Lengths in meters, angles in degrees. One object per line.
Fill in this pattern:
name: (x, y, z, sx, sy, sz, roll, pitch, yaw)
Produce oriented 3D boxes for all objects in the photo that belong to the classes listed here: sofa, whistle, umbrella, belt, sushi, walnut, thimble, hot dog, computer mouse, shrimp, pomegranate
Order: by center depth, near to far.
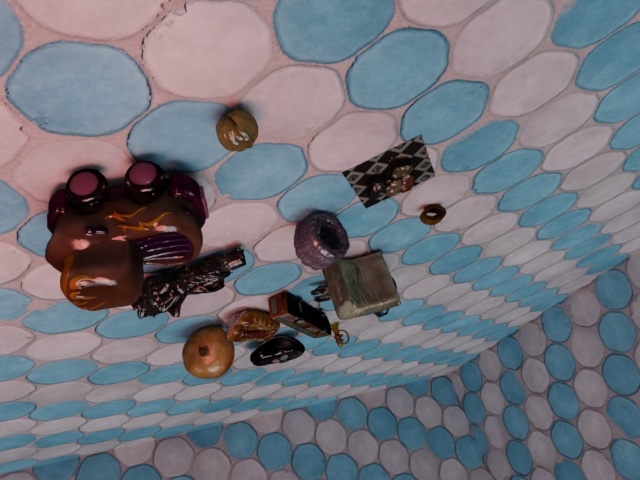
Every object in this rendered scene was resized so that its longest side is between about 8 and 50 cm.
walnut: (-0.164, -0.216, 1.114, 0.092, 0.092, 0.092, -15, 153, -8)
sushi: (0.196, -0.157, 1.497, 0.219, 0.047, 0.231, -25, 153, 11)
thimble: (0.001, 0.002, 1.559, 0.150, 0.150, 0.097, 7, 148, -42)
umbrella: (-0.360, 0.126, 1.580, 0.336, 0.128, 0.154, -18, 151, -9)
belt: (0.343, -0.080, 1.731, 0.083, 0.059, 0.036, -19, 157, -27)
sofa: (0.132, 0.126, 1.820, 0.225, 0.210, 0.176, -11, 151, -9)
pomegranate: (-0.398, 0.397, 2.000, 0.191, 0.191, 0.191, -15, 153, -8)
hot dog: (-0.238, 0.313, 2.039, 0.252, 0.069, 0.131, 17, 107, -54)
shrimp: (0.037, 0.191, 2.050, 0.217, 0.051, 0.150, -2, 156, -39)
computer mouse: (-0.181, 0.450, 2.338, 0.233, 0.096, 0.137, -5, 145, -18)
whistle: (0.082, 0.404, 2.414, 0.057, 0.109, 0.046, -9, 151, -32)

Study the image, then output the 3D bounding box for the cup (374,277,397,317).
cup: (0.183, 0.182, 1.999, 0.131, 0.177, 0.155, -32, 145, 27)

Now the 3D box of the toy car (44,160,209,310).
toy car: (-0.399, 0.004, 1.189, 0.340, 0.241, 0.271, -12, 154, -8)

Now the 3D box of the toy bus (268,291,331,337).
toy bus: (-0.065, 0.286, 2.110, 0.092, 0.093, 0.409, -19, 154, 16)
